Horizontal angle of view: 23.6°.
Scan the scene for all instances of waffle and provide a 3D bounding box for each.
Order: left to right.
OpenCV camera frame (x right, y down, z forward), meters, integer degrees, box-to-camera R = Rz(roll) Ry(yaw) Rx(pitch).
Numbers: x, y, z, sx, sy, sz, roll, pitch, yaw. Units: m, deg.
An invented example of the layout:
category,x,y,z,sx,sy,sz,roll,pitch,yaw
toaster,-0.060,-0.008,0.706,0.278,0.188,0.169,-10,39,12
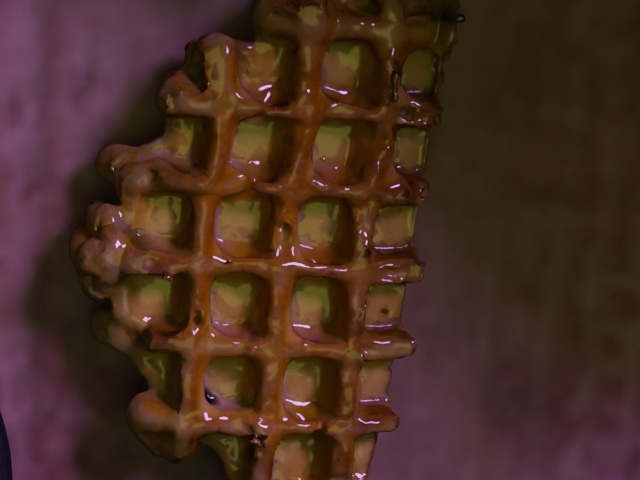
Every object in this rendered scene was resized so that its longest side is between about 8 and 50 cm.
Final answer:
category,x,y,z,sx,sy,sz,roll,pitch,yaw
waffle,0.000,0.000,0.540,0.161,0.046,0.192,40,92,-16

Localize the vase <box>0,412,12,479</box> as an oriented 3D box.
category,x,y,z,sx,sy,sz,roll,pitch,yaw
vase,-0.163,0.121,0.387,0.173,0.321,0.173,-3,105,-12
